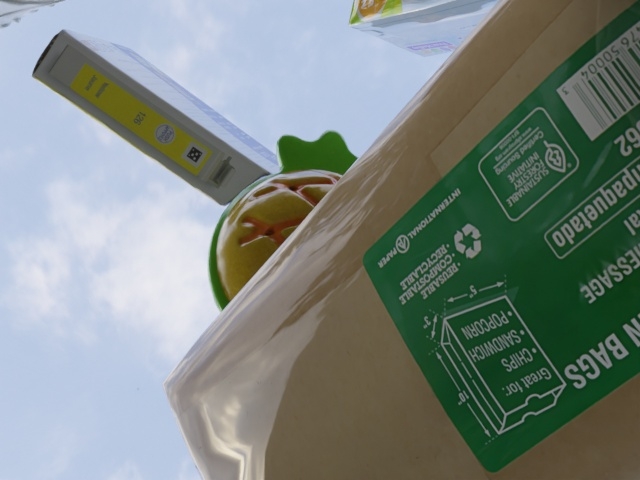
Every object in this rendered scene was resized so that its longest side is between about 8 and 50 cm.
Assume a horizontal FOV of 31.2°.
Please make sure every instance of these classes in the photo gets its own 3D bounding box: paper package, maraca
[{"bbox_3d":[0.138,0.024,0.514,0.309,0.325,0.168,-8,-121,-50],"label":"paper package"},{"bbox_3d":[0.000,0.000,0.729,0.127,0.099,0.186,26,-129,-3],"label":"maraca"}]

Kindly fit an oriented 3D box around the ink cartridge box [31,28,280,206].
[{"bbox_3d":[-0.128,-0.106,1.226,0.307,0.303,0.072,37,-85,-1],"label":"ink cartridge box"}]

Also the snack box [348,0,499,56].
[{"bbox_3d":[0.107,-0.220,0.655,0.070,0.174,0.207,17,-97,-31],"label":"snack box"}]

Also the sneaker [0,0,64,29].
[{"bbox_3d":[-0.302,-0.270,1.119,0.305,0.152,0.114,-1,-125,-9],"label":"sneaker"}]
